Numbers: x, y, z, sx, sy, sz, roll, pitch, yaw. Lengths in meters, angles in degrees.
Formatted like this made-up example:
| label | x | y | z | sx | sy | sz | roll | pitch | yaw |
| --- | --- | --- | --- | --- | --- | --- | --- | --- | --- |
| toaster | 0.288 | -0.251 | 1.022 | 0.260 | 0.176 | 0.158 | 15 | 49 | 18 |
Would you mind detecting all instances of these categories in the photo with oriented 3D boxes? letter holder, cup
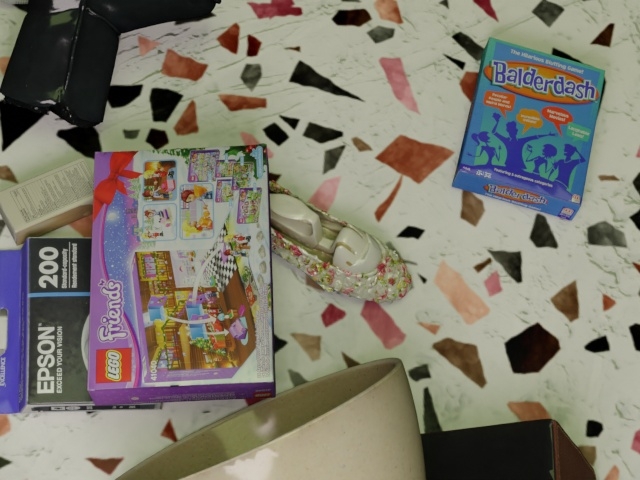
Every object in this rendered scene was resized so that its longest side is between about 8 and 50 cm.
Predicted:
| label | x | y | z | sx | sy | sz | roll | pitch | yaw |
| --- | --- | --- | --- | --- | --- | --- | --- | --- | --- |
| letter holder | 0.213 | 0.370 | 1.515 | 0.152 | 0.214 | 0.302 | -10 | 63 | 22 |
| cup | -0.023 | 0.292 | 1.437 | 0.331 | 0.331 | 0.237 | -25 | 92 | -19 |

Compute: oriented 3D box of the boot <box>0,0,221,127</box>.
| label | x | y | z | sx | sy | sz | roll | pitch | yaw |
| --- | --- | --- | --- | --- | --- | --- | --- | --- | --- |
| boot | -0.254 | -0.239 | 1.730 | 0.246 | 0.094 | 0.207 | 8 | 100 | -25 |

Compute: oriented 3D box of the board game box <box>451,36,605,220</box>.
| label | x | y | z | sx | sy | sz | roll | pitch | yaw |
| --- | --- | --- | --- | --- | --- | --- | --- | --- | --- |
| board game box | 0.266 | -0.144 | 1.812 | 0.160 | 0.047 | 0.210 | 15 | 62 | -1 |

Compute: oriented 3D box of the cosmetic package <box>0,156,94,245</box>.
| label | x | y | z | sx | sy | sz | roll | pitch | yaw |
| --- | --- | --- | --- | --- | --- | --- | --- | --- | --- |
| cosmetic package | -0.318 | -0.046 | 1.678 | 0.115 | 0.041 | 0.060 | -23 | 71 | -18 |

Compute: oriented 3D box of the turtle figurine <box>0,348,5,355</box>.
| label | x | y | z | sx | sy | sz | roll | pitch | yaw |
| --- | --- | --- | --- | --- | --- | --- | --- | --- | --- |
| turtle figurine | -0.513 | 0.056 | 1.435 | 0.266 | 0.198 | 0.275 | -37 | 72 | -19 |

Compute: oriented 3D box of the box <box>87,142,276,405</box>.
| label | x | y | z | sx | sy | sz | roll | pitch | yaw |
| --- | --- | --- | --- | --- | --- | --- | --- | --- | --- |
| box | -0.154 | 0.035 | 1.590 | 0.201 | 0.057 | 0.293 | -2 | 65 | 0 |

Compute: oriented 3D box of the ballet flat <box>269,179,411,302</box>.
| label | x | y | z | sx | sy | sz | roll | pitch | yaw |
| --- | --- | --- | --- | --- | --- | --- | --- | --- | --- |
| ballet flat | 0.000 | 0.000 | 1.685 | 0.241 | 0.077 | 0.091 | 25 | 61 | 3 |

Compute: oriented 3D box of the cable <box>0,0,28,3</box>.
| label | x | y | z | sx | sy | sz | roll | pitch | yaw |
| --- | --- | --- | --- | --- | --- | --- | --- | --- | --- |
| cable | -0.303 | -0.417 | 1.833 | 0.257 | 0.089 | 0.257 | 5 | 64 | -6 |

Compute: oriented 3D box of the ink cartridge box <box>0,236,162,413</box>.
| label | x | y | z | sx | sy | sz | roll | pitch | yaw |
| --- | --- | --- | --- | --- | --- | --- | --- | --- | --- |
| ink cartridge box | -0.285 | 0.094 | 1.615 | 0.208 | 0.045 | 0.206 | -1 | 65 | -8 |
